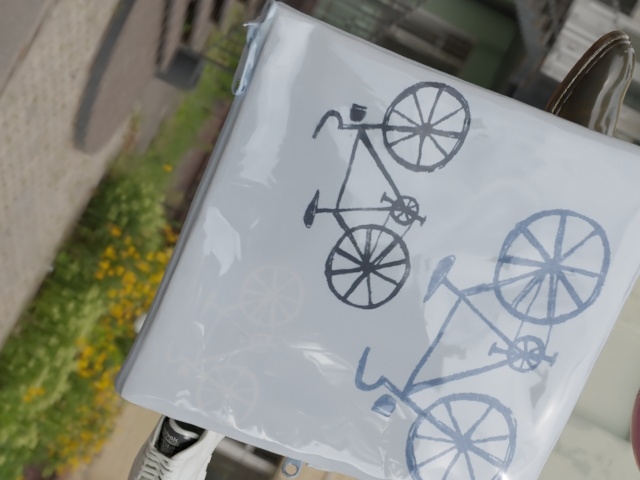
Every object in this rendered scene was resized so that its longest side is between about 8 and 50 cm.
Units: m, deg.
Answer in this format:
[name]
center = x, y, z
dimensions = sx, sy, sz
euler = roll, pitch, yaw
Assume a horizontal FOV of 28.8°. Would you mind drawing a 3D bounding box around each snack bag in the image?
[snack bag]
center = 0.053, 0.034, 0.903
dimensions = 0.037, 0.343, 0.323
euler = -109, -139, -71

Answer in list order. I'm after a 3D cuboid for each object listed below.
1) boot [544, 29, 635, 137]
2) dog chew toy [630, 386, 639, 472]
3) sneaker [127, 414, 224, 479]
[boot]
center = 0.228, -0.053, 1.007
dimensions = 0.082, 0.106, 0.219
euler = -11, 132, -37
[dog chew toy]
center = 0.425, 0.205, 1.161
dimensions = 0.206, 0.207, 0.332
euler = -63, -169, 5
[sneaker]
center = -0.170, 0.241, 1.409
dimensions = 0.235, 0.090, 0.095
euler = -60, 167, 18
